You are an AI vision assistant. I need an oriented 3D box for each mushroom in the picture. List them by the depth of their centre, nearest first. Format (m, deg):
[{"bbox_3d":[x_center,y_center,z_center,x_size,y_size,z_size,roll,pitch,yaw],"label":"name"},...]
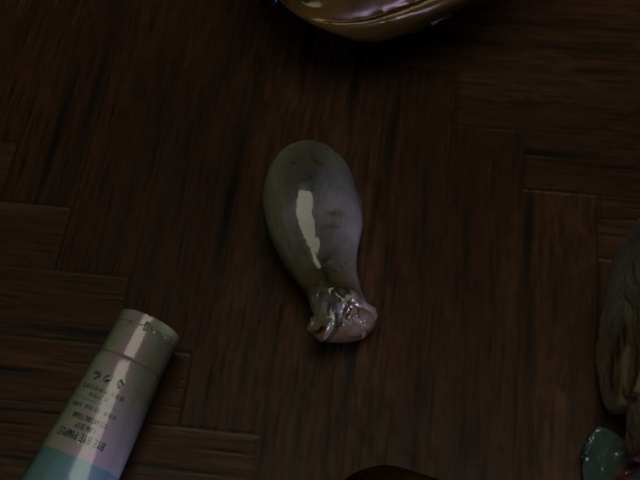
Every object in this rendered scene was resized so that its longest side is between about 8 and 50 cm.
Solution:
[{"bbox_3d":[0.366,0.105,1.215,0.162,0.173,0.236,6,75,-3],"label":"mushroom"},{"bbox_3d":[0.000,0.000,1.328,0.116,0.093,0.225,7,49,-20],"label":"mushroom"}]

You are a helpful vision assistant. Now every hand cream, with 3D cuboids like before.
[{"bbox_3d":[-0.230,0.218,1.217,0.111,0.070,0.312,21,67,12],"label":"hand cream"}]

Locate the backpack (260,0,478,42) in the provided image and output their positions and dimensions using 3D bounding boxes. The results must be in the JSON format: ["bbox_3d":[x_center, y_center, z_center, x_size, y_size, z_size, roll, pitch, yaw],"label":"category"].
[{"bbox_3d":[0.075,-0.414,1.473,0.378,0.201,0.354,-29,85,-2],"label":"backpack"}]

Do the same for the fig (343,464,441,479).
[{"bbox_3d":[0.134,0.295,1.095,0.290,0.191,0.191,13,56,-11],"label":"fig"}]

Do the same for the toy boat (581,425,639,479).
[{"bbox_3d":[0.341,0.278,1.153,0.282,0.096,0.206,34,75,31],"label":"toy boat"}]
